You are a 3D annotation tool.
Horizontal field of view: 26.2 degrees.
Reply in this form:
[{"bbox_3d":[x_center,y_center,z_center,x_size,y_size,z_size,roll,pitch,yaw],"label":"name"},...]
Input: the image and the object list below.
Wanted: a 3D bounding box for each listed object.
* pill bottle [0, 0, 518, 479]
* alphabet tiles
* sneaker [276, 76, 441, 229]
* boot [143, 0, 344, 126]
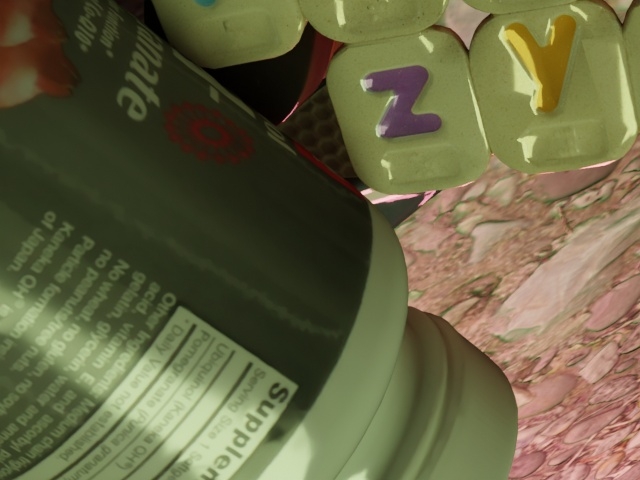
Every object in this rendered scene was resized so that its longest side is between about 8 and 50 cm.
[{"bbox_3d":[-0.079,0.019,0.522,0.318,0.176,0.176,37,114,-24],"label":"pill bottle"},{"bbox_3d":[0.060,-0.143,0.461,0.284,0.021,0.278,-7,123,19],"label":"alphabet tiles"},{"bbox_3d":[-0.002,-0.001,0.764,0.226,0.086,0.163,-28,150,-24],"label":"sneaker"},{"bbox_3d":[0.013,-0.190,0.532,0.115,0.112,0.305,-44,162,-47],"label":"boot"}]
